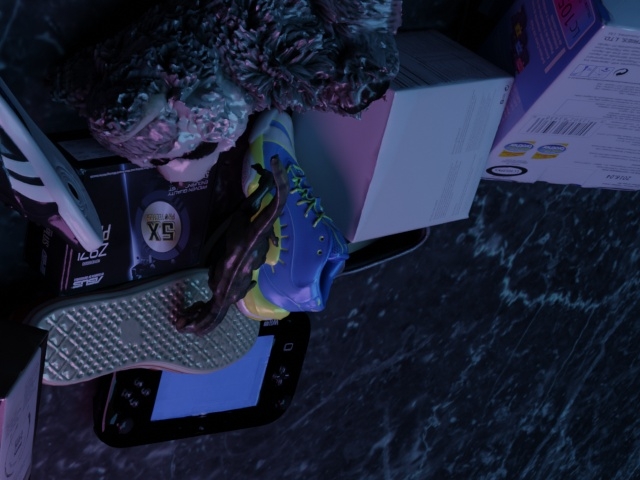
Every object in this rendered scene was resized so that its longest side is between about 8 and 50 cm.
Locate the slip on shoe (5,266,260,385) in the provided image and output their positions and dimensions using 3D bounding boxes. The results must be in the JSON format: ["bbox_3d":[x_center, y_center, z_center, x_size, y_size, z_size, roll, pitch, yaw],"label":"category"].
[{"bbox_3d":[-0.198,0.091,1.406,0.331,0.101,0.123,-6,99,-44],"label":"slip on shoe"}]

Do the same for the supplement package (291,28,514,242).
[{"bbox_3d":[0.085,-0.128,1.513,0.203,0.149,0.194,-12,128,-41],"label":"supplement package"}]

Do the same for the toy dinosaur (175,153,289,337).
[{"bbox_3d":[-0.071,-0.007,1.324,0.268,0.064,0.118,-62,-177,36],"label":"toy dinosaur"}]

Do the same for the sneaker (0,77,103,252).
[{"bbox_3d":[-0.302,-0.057,1.177,0.121,0.079,0.217,-31,113,5],"label":"sneaker"}]

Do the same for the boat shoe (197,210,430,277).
[{"bbox_3d":[0.000,0.000,1.569,0.319,0.099,0.116,-17,134,-37],"label":"boat shoe"}]

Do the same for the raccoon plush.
[{"bbox_3d":[-0.107,-0.274,1.229,0.299,0.216,0.447,-7,96,-27],"label":"raccoon plush"}]

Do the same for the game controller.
[{"bbox_3d":[-0.138,0.162,1.583,0.319,0.067,0.167,-1,120,-47],"label":"game controller"}]

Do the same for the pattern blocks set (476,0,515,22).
[{"bbox_3d":[0.255,-0.429,1.551,0.325,0.026,0.285,-55,144,3],"label":"pattern blocks set"}]

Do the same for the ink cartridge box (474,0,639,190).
[{"bbox_3d":[0.337,-0.190,1.576,0.270,0.151,0.395,3,150,-21],"label":"ink cartridge box"}]

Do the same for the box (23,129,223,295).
[{"bbox_3d":[-0.204,-0.038,1.337,0.180,0.077,0.147,-13,129,-41],"label":"box"}]

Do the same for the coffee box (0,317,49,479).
[{"bbox_3d":[-0.376,0.216,1.262,0.119,0.168,0.297,-71,175,-61],"label":"coffee box"}]

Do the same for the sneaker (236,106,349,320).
[{"bbox_3d":[-0.022,-0.028,1.442,0.091,0.126,0.240,11,84,-75],"label":"sneaker"}]
